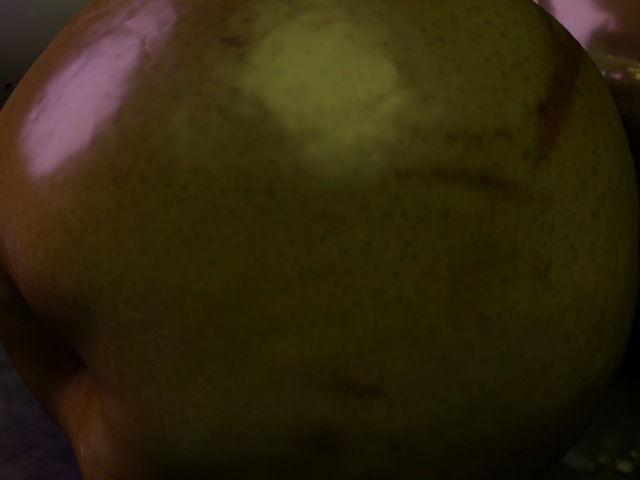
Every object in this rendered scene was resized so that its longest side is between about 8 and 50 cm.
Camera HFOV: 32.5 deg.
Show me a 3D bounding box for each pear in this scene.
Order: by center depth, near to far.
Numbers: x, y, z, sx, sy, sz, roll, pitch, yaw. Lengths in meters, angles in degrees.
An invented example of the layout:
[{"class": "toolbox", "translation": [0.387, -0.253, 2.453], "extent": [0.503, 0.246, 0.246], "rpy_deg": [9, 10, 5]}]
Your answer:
[{"class": "pear", "translation": [0.000, 0.000, 0.519], "extent": [0.314, 0.314, 0.314], "rpy_deg": [4, 37, -3]}]

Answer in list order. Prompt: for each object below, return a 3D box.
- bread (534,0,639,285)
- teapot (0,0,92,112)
[{"class": "bread", "translation": [0.268, -0.090, 0.629], "extent": [0.245, 0.329, 0.424], "rpy_deg": [-17, 54, -27]}, {"class": "teapot", "translation": [-0.184, -0.183, 0.725], "extent": [0.252, 0.280, 0.424], "rpy_deg": [20, 48, 19]}]
